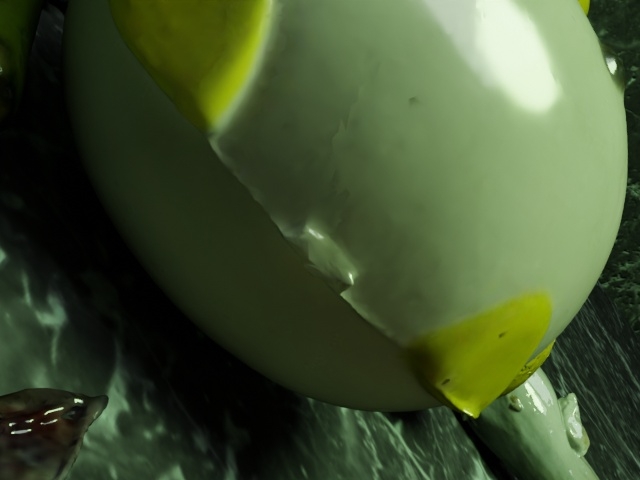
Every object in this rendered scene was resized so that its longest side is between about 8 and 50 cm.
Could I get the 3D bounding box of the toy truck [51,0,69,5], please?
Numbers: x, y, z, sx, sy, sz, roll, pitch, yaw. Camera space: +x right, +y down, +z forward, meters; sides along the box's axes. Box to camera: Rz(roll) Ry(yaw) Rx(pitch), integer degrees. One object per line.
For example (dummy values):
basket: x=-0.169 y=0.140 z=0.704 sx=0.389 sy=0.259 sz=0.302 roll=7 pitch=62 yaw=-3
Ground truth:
toy truck: x=-0.188 y=-0.211 z=0.852 sx=0.090 sy=0.056 sz=0.073 roll=47 pitch=7 yaw=17

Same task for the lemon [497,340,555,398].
lemon: x=0.107 y=0.052 z=0.988 sx=0.206 sy=0.173 sz=0.173 roll=3 pitch=52 yaw=-41

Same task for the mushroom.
mushroom: x=0.219 y=0.218 z=1.146 sx=0.099 sy=0.096 sz=0.278 roll=-33 pitch=91 yaw=-29

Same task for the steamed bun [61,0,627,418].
steamed bun: x=0.018 y=-0.074 z=0.730 sx=0.374 sy=0.334 sz=0.334 roll=45 pitch=19 yaw=-19

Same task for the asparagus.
asparagus: x=-0.193 y=-0.148 z=0.707 sx=0.067 sy=0.060 sz=0.277 roll=22 pitch=29 yaw=-17

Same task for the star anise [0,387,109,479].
star anise: x=-0.145 y=0.111 z=0.265 sx=0.212 sy=0.129 sz=0.282 roll=31 pitch=38 yaw=-44
